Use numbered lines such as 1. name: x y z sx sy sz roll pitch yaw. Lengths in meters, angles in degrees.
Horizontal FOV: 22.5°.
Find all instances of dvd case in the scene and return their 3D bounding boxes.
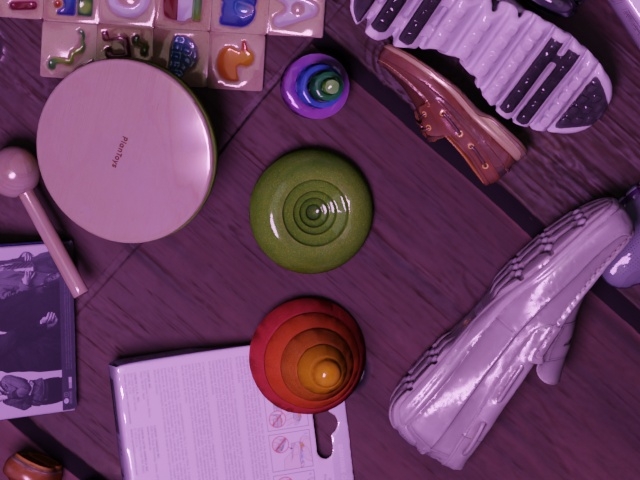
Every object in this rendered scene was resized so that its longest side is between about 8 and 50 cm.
1. dvd case: -0.355 0.094 1.594 0.239 0.030 0.179 -4 98 -34

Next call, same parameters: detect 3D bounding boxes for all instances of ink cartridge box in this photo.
1. ink cartridge box: -0.091 0.201 1.661 0.232 0.066 0.189 -8 96 -17

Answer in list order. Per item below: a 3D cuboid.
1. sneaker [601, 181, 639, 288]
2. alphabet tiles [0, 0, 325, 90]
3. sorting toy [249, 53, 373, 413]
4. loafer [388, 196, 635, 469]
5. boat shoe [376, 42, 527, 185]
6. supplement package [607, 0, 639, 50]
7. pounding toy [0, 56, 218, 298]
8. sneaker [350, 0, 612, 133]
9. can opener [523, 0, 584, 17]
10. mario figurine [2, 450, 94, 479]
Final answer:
1. sneaker: 0.357 -0.039 1.576 0.083 0.098 0.223 43 96 -2
2. alphabet tiles: -0.161 -0.300 1.618 0.343 0.011 0.285 4 96 3
3. sorting toy: 0.000 0.000 1.575 0.127 0.126 0.365 0 95 -10
4. loafer: 0.203 0.093 1.599 0.111 0.112 0.319 41 104 -7
5. boat shoe: 0.122 -0.125 1.596 0.178 0.064 0.060 40 95 -4
6. supplement package: 0.343 -0.313 1.523 0.204 0.145 0.262 -35 94 6
7. pounding toy: -0.195 -0.082 1.606 0.237 0.110 0.183 -37 92 21
8. sneaker: 0.163 -0.208 1.566 0.292 0.118 0.110 30 121 -19
9. can opener: 0.182 -0.283 1.581 0.186 0.073 0.059 39 92 11
10. mario figurine: -0.321 0.384 1.617 0.198 0.170 0.320 26 89 34
